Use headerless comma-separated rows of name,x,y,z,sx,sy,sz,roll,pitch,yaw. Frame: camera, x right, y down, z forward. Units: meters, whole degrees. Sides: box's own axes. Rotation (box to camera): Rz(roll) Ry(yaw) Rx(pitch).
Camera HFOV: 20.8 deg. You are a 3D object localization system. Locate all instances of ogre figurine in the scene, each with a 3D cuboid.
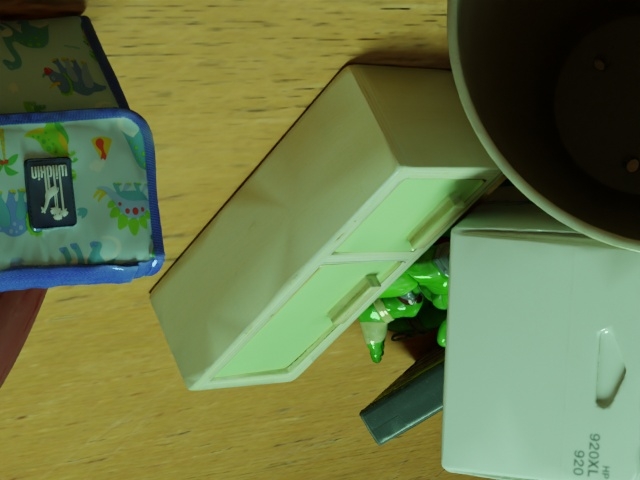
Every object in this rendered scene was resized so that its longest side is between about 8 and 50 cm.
ogre figurine,0.075,0.038,1.362,0.118,0.096,0.197,-14,144,17

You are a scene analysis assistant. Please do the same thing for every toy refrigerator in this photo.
toy refrigerator,0.000,0.000,1.203,0.102,0.094,0.269,-1,145,-42

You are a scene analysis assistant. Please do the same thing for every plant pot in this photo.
plant pot,0.210,-0.106,1.058,0.256,0.256,0.274,-27,172,3

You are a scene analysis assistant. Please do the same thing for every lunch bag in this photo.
lunch bag,-0.161,-0.040,0.902,0.129,0.151,0.096,-6,150,-35

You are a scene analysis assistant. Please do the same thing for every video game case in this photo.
video game case,0.178,0.069,1.470,0.275,0.035,0.248,-32,177,15

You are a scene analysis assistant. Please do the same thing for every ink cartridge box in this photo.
ink cartridge box,0.188,0.057,1.210,0.168,0.171,0.233,4,-169,14

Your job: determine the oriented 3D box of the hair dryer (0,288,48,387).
hair dryer,-0.234,0.025,0.969,0.293,0.080,0.223,-18,121,-60
